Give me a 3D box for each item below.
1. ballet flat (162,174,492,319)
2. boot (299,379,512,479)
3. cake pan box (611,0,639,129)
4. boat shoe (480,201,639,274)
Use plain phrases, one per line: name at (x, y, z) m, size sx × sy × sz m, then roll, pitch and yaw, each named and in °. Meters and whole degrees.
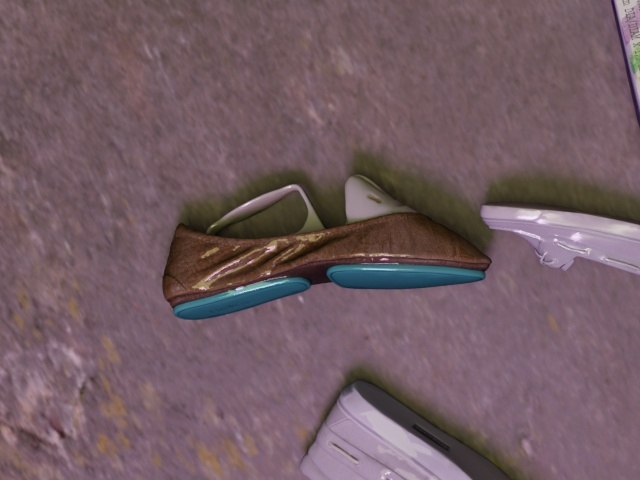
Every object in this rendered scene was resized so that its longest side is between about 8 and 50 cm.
ballet flat at (0.000, 0.000, 1.710) m, size 0.342 × 0.116 × 0.124 m, roll -8°, pitch 76°, yaw 13°
boot at (0.104, 0.266, 1.730) m, size 0.258 × 0.095 × 0.123 m, roll 36°, pitch 106°, yaw 11°
cake pan box at (0.428, -0.176, 1.640) m, size 0.245 × 0.070 × 0.267 m, roll -13°, pitch 94°, yaw 7°
boat shoe at (0.251, 0.000, 1.690) m, size 0.184 × 0.066 × 0.063 m, roll 9°, pitch 97°, yaw -3°
